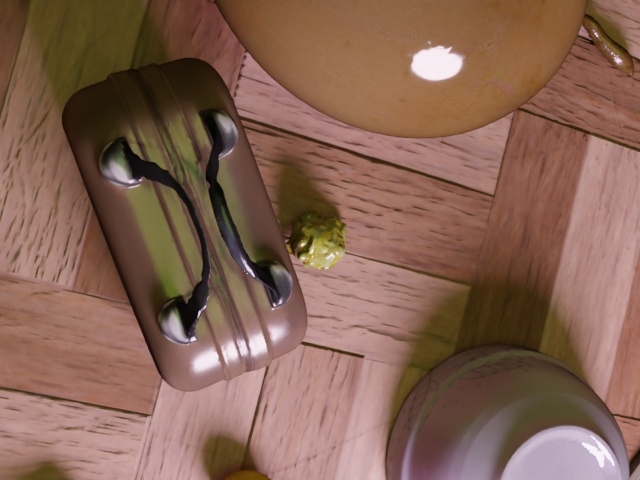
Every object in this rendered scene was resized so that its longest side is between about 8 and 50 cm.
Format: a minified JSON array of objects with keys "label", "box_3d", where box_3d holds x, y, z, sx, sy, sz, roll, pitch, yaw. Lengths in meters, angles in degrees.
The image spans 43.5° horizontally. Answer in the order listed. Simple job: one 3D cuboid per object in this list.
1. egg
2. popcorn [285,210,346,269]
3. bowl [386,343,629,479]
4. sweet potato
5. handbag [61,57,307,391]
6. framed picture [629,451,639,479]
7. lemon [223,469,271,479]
[{"label":"egg","box_3d":[0.069,-0.254,0.761,0.373,0.301,0.301,11,88,-10]},{"label":"popcorn","box_3d":[0.001,0.003,0.874,0.083,0.068,0.060,-11,124,-52]},{"label":"bowl","box_3d":[0.232,0.268,0.907,0.286,0.143,0.287,-1,92,-18]},{"label":"sweet potato","box_3d":[0.354,-0.243,0.991,0.115,0.026,0.026,43,80,-15]},{"label":"handbag","box_3d":[-0.119,-0.014,0.717,0.149,0.283,0.302,-20,97,-18]},{"label":"framed picture","box_3d":[0.428,0.389,1.035,0.184,0.016,0.250,45,79,-13]},{"label":"lemon","box_3d":[-0.074,0.277,0.854,0.083,0.062,0.062,26,84,-18]}]
